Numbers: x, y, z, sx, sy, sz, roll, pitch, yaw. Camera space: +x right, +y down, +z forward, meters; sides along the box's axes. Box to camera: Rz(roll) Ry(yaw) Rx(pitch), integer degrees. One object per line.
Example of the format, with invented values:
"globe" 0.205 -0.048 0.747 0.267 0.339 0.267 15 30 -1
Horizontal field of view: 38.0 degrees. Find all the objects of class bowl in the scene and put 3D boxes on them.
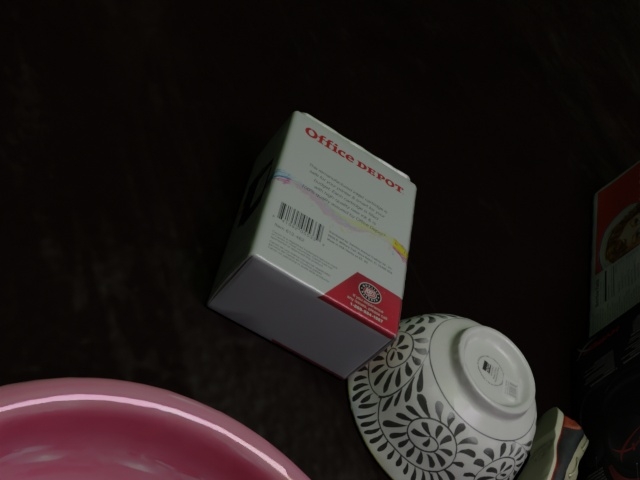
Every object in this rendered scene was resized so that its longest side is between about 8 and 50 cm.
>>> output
"bowl" 0.112 0.117 0.720 0.170 0.080 0.170 22 45 -24

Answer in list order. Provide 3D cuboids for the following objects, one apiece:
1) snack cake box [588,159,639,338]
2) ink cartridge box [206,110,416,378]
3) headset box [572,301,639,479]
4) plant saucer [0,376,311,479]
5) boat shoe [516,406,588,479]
"snack cake box" 0.368 0.010 0.973 0.089 0.152 0.264 35 41 -12
"ink cartridge box" 0.000 0.000 0.732 0.127 0.072 0.175 30 41 -16
"headset box" 0.314 0.167 0.739 0.110 0.218 0.293 30 41 -14
"plant saucer" -0.104 0.228 0.438 0.332 0.084 0.332 23 45 -25
"boat shoe" 0.187 0.189 0.748 0.043 0.049 0.137 44 35 -3
